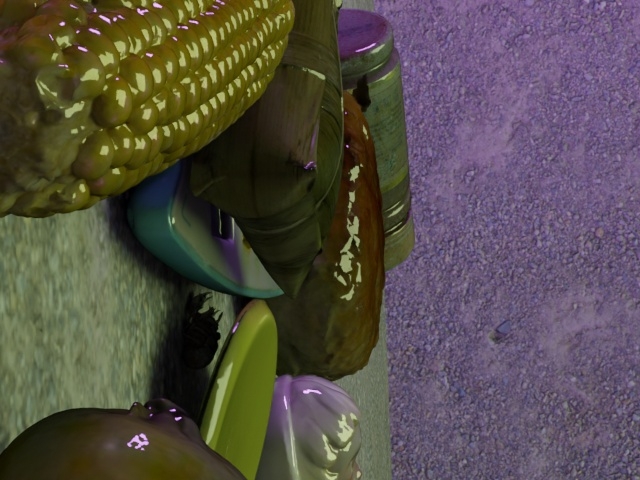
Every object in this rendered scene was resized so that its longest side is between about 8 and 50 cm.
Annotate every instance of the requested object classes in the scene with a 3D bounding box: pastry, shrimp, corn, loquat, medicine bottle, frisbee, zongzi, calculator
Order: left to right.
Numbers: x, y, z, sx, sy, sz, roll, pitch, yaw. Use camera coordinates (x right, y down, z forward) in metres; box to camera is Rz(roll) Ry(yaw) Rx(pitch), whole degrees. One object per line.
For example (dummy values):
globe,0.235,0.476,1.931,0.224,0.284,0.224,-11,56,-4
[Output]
loquat,-0.089,0.166,0.523,0.152,0.152,0.195,56,40,-76
corn,-0.094,-0.102,0.611,0.347,0.130,0.130,-62,149,-68
shrimp,-0.094,0.068,0.956,0.092,0.029,0.038,-89,166,-68
frisbee,-0.069,0.161,0.925,0.236,0.017,0.236,13,90,-81
calculator,-0.067,-0.082,0.950,0.386,0.054,0.256,17,70,-72
zongzi,-0.023,-0.085,0.850,0.204,0.094,0.205,68,23,-62
pastry,0.000,0.000,1.269,0.329,0.136,0.329,-5,90,-82
medicine bottle,0.036,-0.122,1.538,0.151,0.151,0.322,-82,167,-54

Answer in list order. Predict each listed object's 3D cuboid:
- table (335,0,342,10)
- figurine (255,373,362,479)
table,-0.022,-0.351,1.241,0.167,0.167,0.226,-67,163,-73
figurine,-0.019,0.227,1.126,0.182,0.144,0.256,-28,120,-59
